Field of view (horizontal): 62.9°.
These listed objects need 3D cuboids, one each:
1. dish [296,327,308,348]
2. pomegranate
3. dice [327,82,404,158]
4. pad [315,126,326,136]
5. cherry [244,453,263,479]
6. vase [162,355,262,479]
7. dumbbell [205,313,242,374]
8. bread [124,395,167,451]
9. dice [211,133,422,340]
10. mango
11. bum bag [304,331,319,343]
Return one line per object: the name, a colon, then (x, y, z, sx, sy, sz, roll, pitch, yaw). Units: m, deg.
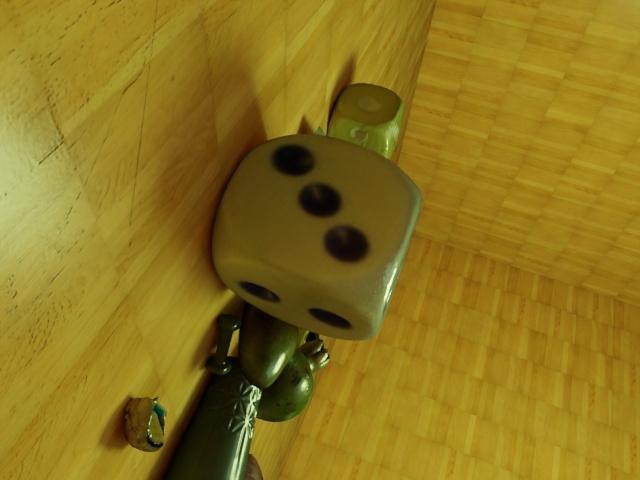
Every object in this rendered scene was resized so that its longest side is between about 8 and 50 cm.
dish: (-0.098, 0.334, 1.638, 0.207, 0.080, 0.148, -58, 167, -56)
pomegranate: (-0.078, 0.330, 1.264, 0.159, 0.241, 0.190, 122, -34, -54)
dice: (0.123, -0.307, 1.413, 0.169, 0.169, 0.166, 94, 19, -54)
pad: (0.002, -0.155, 1.251, 0.159, 0.009, 0.265, -66, 162, -1)
cherry: (-0.220, 0.651, 1.297, 0.192, 0.175, 0.249, 110, 3, -56)
vase: (-0.202, 0.397, 1.064, 0.251, 0.156, 0.300, 80, 24, -63)
dumbbell: (-0.190, 0.204, 1.029, 0.052, 0.046, 0.118, -23, 131, -69)
bread: (-0.261, 0.276, 0.780, 0.106, 0.053, 0.072, 94, -5, -62)
dice: (0.000, 0.000, 0.942, 0.304, 0.304, 0.277, 89, 21, -63)
mango: (-0.107, 0.195, 1.098, 0.133, 0.111, 0.267, 54, 18, -26)
bum bag: (-0.062, 0.404, 1.841, 0.144, 0.095, 0.340, -106, -154, -51)
